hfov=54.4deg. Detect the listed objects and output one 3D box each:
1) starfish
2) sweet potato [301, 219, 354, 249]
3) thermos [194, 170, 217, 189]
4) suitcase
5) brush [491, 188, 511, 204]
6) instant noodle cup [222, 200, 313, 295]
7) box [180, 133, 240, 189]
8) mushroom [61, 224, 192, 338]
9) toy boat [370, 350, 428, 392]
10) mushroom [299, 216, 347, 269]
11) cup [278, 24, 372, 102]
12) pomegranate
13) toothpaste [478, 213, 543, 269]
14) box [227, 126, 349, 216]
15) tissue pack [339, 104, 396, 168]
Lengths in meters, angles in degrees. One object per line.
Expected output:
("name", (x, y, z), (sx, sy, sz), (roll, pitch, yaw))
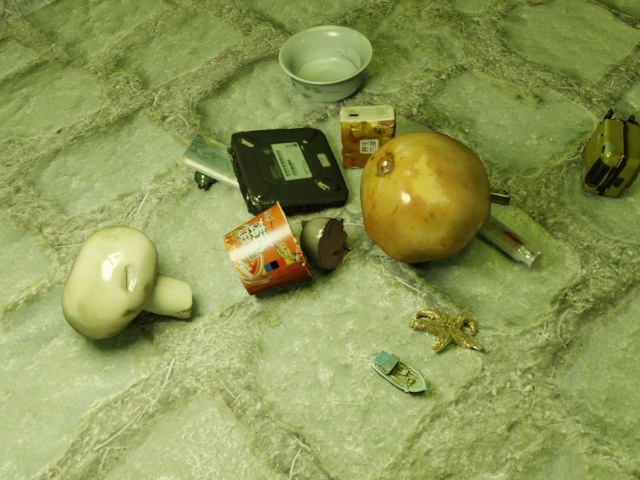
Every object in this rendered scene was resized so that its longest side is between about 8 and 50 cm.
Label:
("starfish", (0.352, 0.247, 1.719), (0.210, 0.053, 0.150), (30, 65, 23))
("sweet potato", (0.021, -0.018, 1.953), (0.195, 0.056, 0.056), (30, 61, 18))
("thermos", (-0.394, -0.252, 2.160), (0.073, 0.083, 0.187), (-17, 50, 25))
("suitcase", (0.927, -0.264, 1.966), (0.143, 0.193, 0.234), (15, 56, 4))
("brush", (0.491, -0.161, 2.023), (0.248, 0.043, 0.036), (12, 48, 15))
("instant noodle cup", (-0.157, 0.037, 1.820), (0.192, 0.250, 0.250), (-25, 54, -3))
("box", (-0.319, -0.258, 2.116), (0.285, 0.044, 0.142), (24, 55, -3))
("mushroom", (-0.558, 0.099, 1.757), (0.354, 0.353, 0.324), (-20, 69, -10))
("toy boat", (0.210, 0.352, 1.647), (0.173, 0.058, 0.069), (32, 62, 26))
("mushroom", (0.000, 0.000, 1.854), (0.117, 0.188, 0.141), (13, 54, 19))
("cup", (0.023, -0.645, 2.355), (0.348, 0.163, 0.347), (-2, 52, 3))
("pomegranate", (0.305, -0.123, 1.822), (0.412, 0.411, 0.411), (-3, 53, 3))
("toothpaste", (0.534, -0.028, 1.906), (0.100, 0.066, 0.323), (-36, 53, -14))
("box", (-0.111, -0.239, 2.068), (0.351, 0.091, 0.359), (-10, 56, -20))
("tissue pack", (0.157, -0.342, 2.073), (0.184, 0.226, 0.091), (-1, 52, 4))
